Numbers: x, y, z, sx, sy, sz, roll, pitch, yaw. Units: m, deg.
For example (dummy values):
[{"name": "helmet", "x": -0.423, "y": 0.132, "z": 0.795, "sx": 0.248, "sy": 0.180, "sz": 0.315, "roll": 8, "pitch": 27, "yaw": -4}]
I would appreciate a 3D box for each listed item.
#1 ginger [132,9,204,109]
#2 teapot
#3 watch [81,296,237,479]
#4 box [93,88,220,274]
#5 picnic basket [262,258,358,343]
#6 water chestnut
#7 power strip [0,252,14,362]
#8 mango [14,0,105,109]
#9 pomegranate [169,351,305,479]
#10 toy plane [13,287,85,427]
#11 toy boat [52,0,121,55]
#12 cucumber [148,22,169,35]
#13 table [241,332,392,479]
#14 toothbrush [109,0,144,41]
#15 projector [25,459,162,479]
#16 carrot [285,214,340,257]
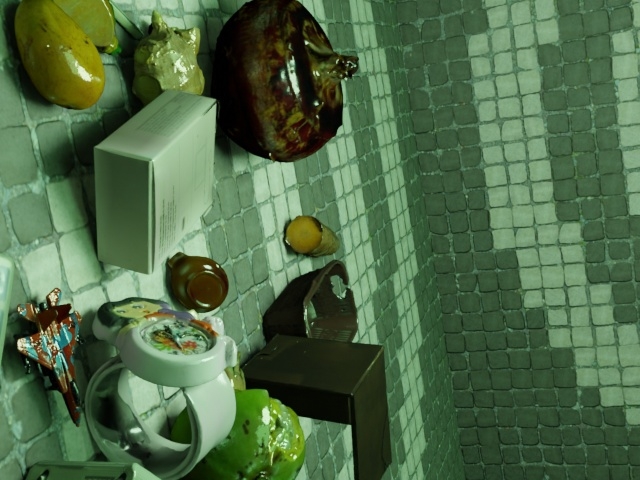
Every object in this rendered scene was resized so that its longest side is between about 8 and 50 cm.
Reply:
[{"name": "ginger", "x": -0.258, "y": -0.291, "z": 1.384, "sx": 0.157, "sy": 0.102, "sz": 0.216, "roll": -46, "pitch": 139, "yaw": -44}, {"name": "teapot", "x": -0.224, "y": 0.073, "z": 1.446, "sx": 0.098, "sy": 0.078, "sz": 0.129, "roll": -47, "pitch": 127, "yaw": -8}, {"name": "watch", "x": -0.245, "y": 0.221, "z": 1.205, "sx": 0.196, "sy": 0.244, "sz": 0.231, "roll": -34, "pitch": 138, "yaw": -63}, {"name": "box", "x": -0.254, "y": -0.100, "z": 1.277, "sx": 0.252, "sy": 0.106, "sz": 0.203, "roll": -63, "pitch": 165, "yaw": -55}, {"name": "picnic basket", "x": -0.025, "y": 0.182, "z": 1.831, "sx": 0.297, "sy": 0.129, "sz": 0.223, "roll": -52, "pitch": 131, "yaw": -60}, {"name": "water chestnut", "x": -0.060, "y": -0.325, "z": 1.637, "sx": 0.350, "sy": 0.302, "sz": 0.350, "roll": -11, "pitch": 90, "yaw": -69}, {"name": "power strip", "x": -0.431, "y": 0.127, "z": 0.940, "sx": 0.118, "sy": 0.046, "sz": 0.270, "roll": 37, "pitch": 52, "yaw": -62}, {"name": "mango", "x": -0.370, "y": -0.260, "z": 1.130, "sx": 0.115, "sy": 0.089, "sz": 0.165, "roll": -77, "pitch": 149, "yaw": -41}, {"name": "pomegranate", "x": -0.156, "y": 0.330, "z": 1.403, "sx": 0.302, "sy": 0.236, "sz": 0.236, "roll": 58, "pitch": -5, "yaw": 49}, {"name": "toy plane", "x": -0.360, "y": 0.165, "z": 1.090, "sx": 0.130, "sy": 0.061, "sz": 0.189, "roll": -34, "pitch": 121, "yaw": -67}, {"name": "toy boat", "x": -0.364, "y": -0.355, "z": 1.203, "sx": 0.088, "sy": 0.089, "sz": 0.229, "roll": 50, "pitch": -6, "yaw": 43}, {"name": "cucumber", "x": -0.277, "y": -0.356, "z": 1.445, "sx": 0.105, "sy": 0.048, "sz": 0.048, "roll": 47, "pitch": 42, "yaw": -52}, {"name": "table", "x": -0.008, "y": 0.365, "z": 1.613, "sx": 0.196, "sy": 0.250, "sz": 0.282, "roll": -43, "pitch": 132, "yaw": -60}, {"name": "toothbrush", "x": -0.364, "y": -0.403, "z": 1.265, "sx": 0.294, "sy": 0.026, "sz": 0.028, "roll": 48, "pitch": 26, "yaw": -56}, {"name": "projector", "x": -0.278, "y": 0.404, "z": 1.079, "sx": 0.242, "sy": 0.177, "sz": 0.163, "roll": 56, "pitch": 37, "yaw": -48}, {"name": "carrot", "x": 0.000, "y": 0.000, "z": 1.992, "sx": 0.263, "sy": 0.102, "sz": 0.102, "roll": 20, "pitch": 66, "yaw": -70}]
